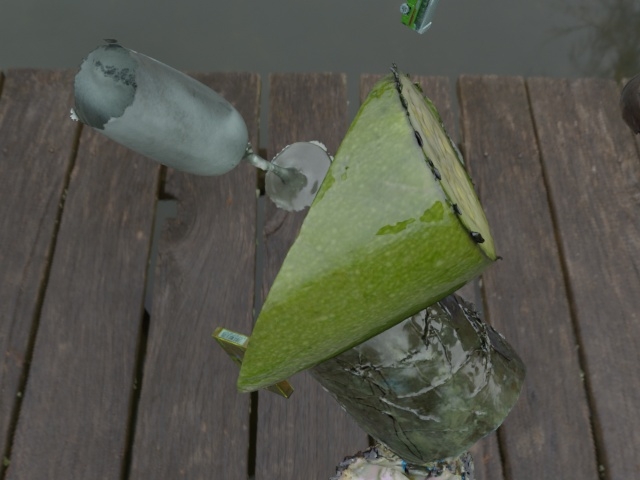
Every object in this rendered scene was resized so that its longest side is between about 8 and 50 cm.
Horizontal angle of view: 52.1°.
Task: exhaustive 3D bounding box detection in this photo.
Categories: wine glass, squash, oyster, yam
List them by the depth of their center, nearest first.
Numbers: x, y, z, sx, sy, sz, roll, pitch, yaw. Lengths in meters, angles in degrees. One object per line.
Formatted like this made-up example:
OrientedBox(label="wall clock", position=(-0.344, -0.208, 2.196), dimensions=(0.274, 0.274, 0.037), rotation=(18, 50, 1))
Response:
OrientedBox(label="wine glass", position=(-0.074, -0.074, 0.481), dimensions=(0.074, 0.262, 0.074), rotation=(-4, 81, 25))
OrientedBox(label="squash", position=(0.000, 0.000, 0.549), dimensions=(0.260, 0.189, 0.189), rotation=(-28, 59, 22))
OrientedBox(label="yam", position=(0.085, 0.106, 0.735), dimensions=(0.202, 0.201, 0.271), rotation=(-44, 101, -8))
OrientedBox(label="oyster", position=(0.148, 0.434, 1.151), dimensions=(0.198, 0.259, 0.092), rotation=(55, 24, -6))

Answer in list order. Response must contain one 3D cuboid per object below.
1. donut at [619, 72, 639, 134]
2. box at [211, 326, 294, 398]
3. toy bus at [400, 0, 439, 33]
OrientedBox(label="donut", position=(0.462, -0.081, 0.644), dimensions=(0.345, 0.136, 0.259), rotation=(38, 32, 4))
OrientedBox(label="box", position=(-0.148, 0.271, 1.449), dimensions=(0.121, 0.193, 0.030), rotation=(10, 52, 42))
OrientedBox(label="toy bus", position=(0.121, -0.287, 0.764), dimensions=(0.037, 0.083, 0.031), rotation=(39, 56, 14))
